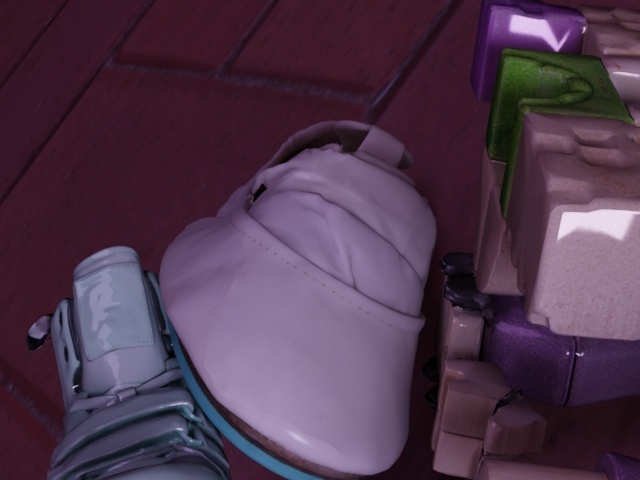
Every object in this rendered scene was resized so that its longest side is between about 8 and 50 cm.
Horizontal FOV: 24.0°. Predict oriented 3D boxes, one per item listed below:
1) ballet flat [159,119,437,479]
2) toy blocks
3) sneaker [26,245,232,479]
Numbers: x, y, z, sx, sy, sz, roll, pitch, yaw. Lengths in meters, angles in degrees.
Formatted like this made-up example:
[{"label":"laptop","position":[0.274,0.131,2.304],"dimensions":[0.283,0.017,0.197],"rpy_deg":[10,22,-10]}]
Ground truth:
[{"label":"ballet flat","position":[0.000,0.000,0.800],"dimensions":[0.139,0.139,0.400],"rpy_deg":[-46,8,8]},{"label":"toy blocks","position":[0.193,-0.016,0.568],"dimensions":[0.288,0.260,0.309],"rpy_deg":[-89,6,-67]},{"label":"sneaker","position":[-0.099,0.077,0.704],"dimensions":[0.094,0.151,0.256],"rpy_deg":[-16,-4,-5]}]
